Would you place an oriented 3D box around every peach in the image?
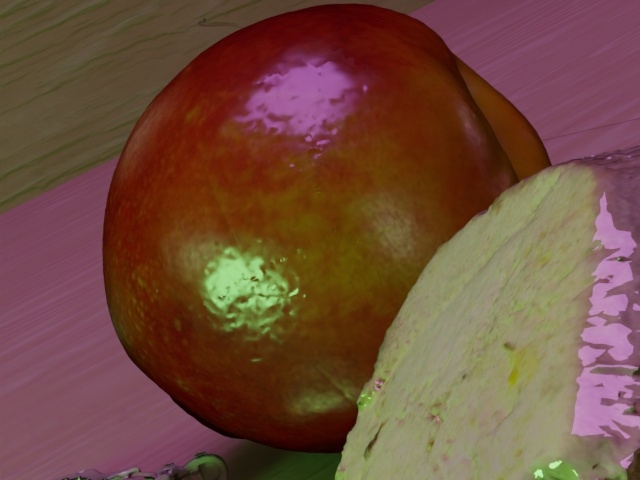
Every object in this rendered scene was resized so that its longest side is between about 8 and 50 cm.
[{"bbox_3d":[0.000,0.000,1.486,0.388,0.388,0.388,-20,14,5],"label":"peach"}]

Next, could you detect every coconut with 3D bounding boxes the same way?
[{"bbox_3d":[0.186,0.133,0.846,0.297,0.309,0.297,-51,20,26],"label":"coconut"}]

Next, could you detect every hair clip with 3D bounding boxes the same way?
[{"bbox_3d":[-0.169,0.209,1.574,0.226,0.034,0.072,-9,15,44],"label":"hair clip"}]
